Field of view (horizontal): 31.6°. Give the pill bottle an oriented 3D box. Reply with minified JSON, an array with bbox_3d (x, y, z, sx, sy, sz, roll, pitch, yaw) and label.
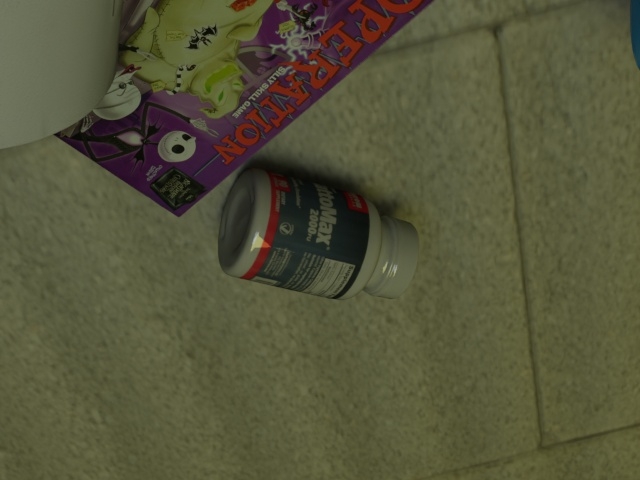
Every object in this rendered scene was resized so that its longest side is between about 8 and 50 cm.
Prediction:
[{"bbox_3d":[0.000,0.000,1.113,0.180,0.108,0.108,13,128,-23],"label":"pill bottle"}]

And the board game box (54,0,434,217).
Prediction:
[{"bbox_3d":[-0.081,-0.181,0.976,0.347,0.056,0.208,-39,132,22],"label":"board game box"}]

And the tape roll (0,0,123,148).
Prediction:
[{"bbox_3d":[-0.261,-0.198,0.788,0.246,0.246,0.169,4,131,-14],"label":"tape roll"}]

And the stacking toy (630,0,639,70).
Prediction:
[{"bbox_3d":[0.408,-0.165,1.038,0.166,0.175,0.302,-5,159,32],"label":"stacking toy"}]
